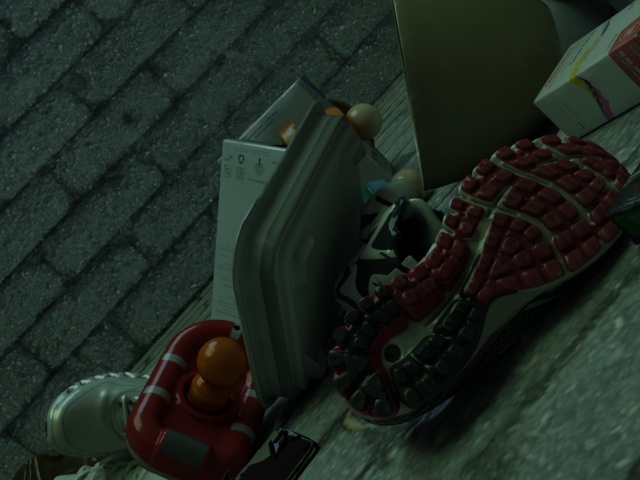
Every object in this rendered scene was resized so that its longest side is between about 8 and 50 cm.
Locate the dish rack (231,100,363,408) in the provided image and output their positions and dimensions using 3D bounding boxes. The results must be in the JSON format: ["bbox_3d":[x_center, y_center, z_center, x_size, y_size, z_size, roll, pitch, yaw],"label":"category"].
[{"bbox_3d":[-0.006,0.017,1.165,0.333,0.072,0.285,-66,-24,-46],"label":"dish rack"}]

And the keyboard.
[{"bbox_3d":[-0.078,0.277,0.958,0.192,0.038,0.100,-49,31,-19],"label":"keyboard"}]

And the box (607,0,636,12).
[{"bbox_3d":[0.379,-0.371,1.153,0.119,0.182,0.181,-47,7,16],"label":"box"}]

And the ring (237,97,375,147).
[{"bbox_3d":[-0.038,-0.134,1.878,0.336,0.336,0.032,-45,46,12],"label":"ring"}]

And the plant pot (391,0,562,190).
[{"bbox_3d":[0.202,-0.218,1.195,0.191,0.284,0.284,-9,14,5],"label":"plant pot"}]

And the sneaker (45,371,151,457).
[{"bbox_3d":[-0.214,0.223,1.233,0.292,0.110,0.118,-3,-6,-38],"label":"sneaker"}]

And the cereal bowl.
[{"bbox_3d":[0.278,-0.292,1.451,0.339,0.141,0.339,-45,8,8],"label":"cereal bowl"}]

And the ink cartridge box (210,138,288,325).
[{"bbox_3d":[-0.080,0.027,1.334,0.065,0.332,0.165,-3,13,-45],"label":"ink cartridge box"}]

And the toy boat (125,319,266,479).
[{"bbox_3d":[-0.131,0.175,1.127,0.231,0.151,0.151,-71,5,-54],"label":"toy boat"}]

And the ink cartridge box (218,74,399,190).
[{"bbox_3d":[-0.010,-0.128,1.677,0.197,0.270,0.198,-44,9,12],"label":"ink cartridge box"}]

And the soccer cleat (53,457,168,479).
[{"bbox_3d":[-0.270,0.337,1.215,0.331,0.143,0.116,-43,9,24],"label":"soccer cleat"}]

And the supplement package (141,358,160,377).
[{"bbox_3d":[-0.282,0.293,1.641,0.105,0.105,0.179,-47,9,0],"label":"supplement package"}]

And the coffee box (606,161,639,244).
[{"bbox_3d":[0.295,-0.082,0.681,0.184,0.040,0.113,-50,8,-21],"label":"coffee box"}]

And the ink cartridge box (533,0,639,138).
[{"bbox_3d":[0.310,-0.185,1.010,0.115,0.067,0.198,-52,9,-31],"label":"ink cartridge box"}]

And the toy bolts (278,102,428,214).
[{"bbox_3d":[0.057,-0.116,1.424,0.158,0.228,0.218,-33,-8,0],"label":"toy bolts"}]

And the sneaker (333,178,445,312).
[{"bbox_3d":[0.112,-0.017,1.142,0.153,0.094,0.235,-37,12,44],"label":"sneaker"}]

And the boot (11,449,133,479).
[{"bbox_3d":[-0.330,0.350,1.362,0.213,0.165,0.077,-31,51,16],"label":"boot"}]

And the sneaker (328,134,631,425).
[{"bbox_3d":[0.130,0.030,0.766,0.299,0.121,0.112,-40,-23,-5],"label":"sneaker"}]
